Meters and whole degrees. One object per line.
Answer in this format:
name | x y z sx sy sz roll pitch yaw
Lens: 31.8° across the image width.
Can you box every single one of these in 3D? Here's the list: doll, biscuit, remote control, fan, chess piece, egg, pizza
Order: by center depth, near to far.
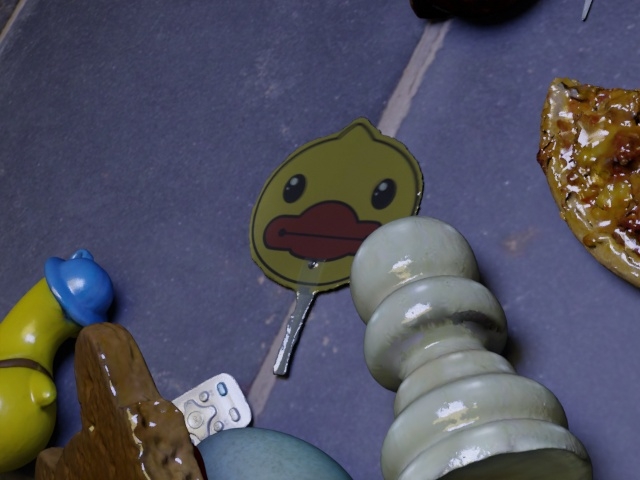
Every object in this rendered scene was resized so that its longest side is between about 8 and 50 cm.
biscuit | -0.174 0.301 1.057 0.368 0.076 0.394 66 147 28
egg | -0.046 0.271 1.072 0.236 0.169 0.169 24 78 42
chess piece | 0.117 0.116 1.075 0.182 0.182 0.330 -30 46 15
pizza | 0.307 -0.061 1.094 0.161 0.085 0.305 -35 52 10
remote control | -0.178 0.235 1.263 0.229 0.044 0.073 -33 63 5
fan | 0.001 0.000 1.302 0.230 0.011 0.335 4 65 34
doll | -0.376 0.163 1.368 0.199 0.145 0.363 8 62 41

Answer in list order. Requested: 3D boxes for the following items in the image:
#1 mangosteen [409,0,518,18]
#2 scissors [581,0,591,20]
mangosteen | 0.170 -0.331 1.302 0.184 0.172 0.172 126 148 -62
scissors | 0.307 -0.284 1.271 0.036 0.006 0.083 6 67 33
